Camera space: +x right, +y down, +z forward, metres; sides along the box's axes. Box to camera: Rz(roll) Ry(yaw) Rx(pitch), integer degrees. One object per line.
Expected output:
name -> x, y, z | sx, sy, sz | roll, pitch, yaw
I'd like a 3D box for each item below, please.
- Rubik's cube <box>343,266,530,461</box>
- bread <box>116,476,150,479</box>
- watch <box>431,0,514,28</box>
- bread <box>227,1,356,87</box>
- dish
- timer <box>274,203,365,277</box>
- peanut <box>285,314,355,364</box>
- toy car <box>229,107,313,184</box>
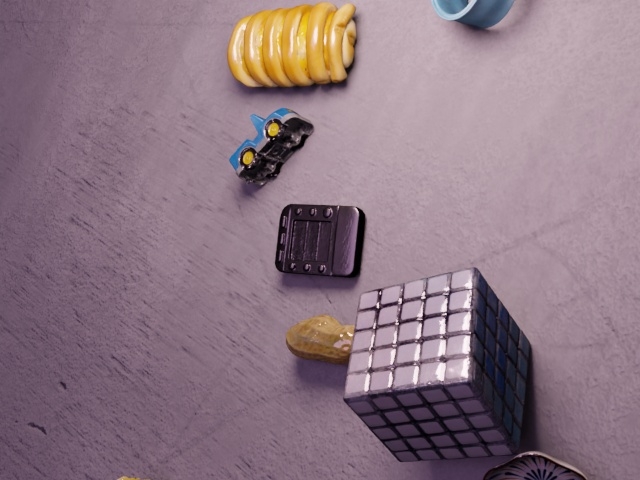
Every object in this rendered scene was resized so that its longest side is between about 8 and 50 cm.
Rubik's cube -> 0.200, 0.218, 1.737 | 0.238, 0.237, 0.237 | -14, 46, 29
bread -> -0.422, 0.604, 2.166 | 0.170, 0.197, 0.197 | -22, 69, 40
watch -> 0.289, -0.504, 1.909 | 0.211, 0.211, 0.193 | 41, 122, 32
bread -> -0.071, -0.408, 2.148 | 0.311, 0.121, 0.173 | 0, 82, 35
dish -> 0.368, 0.417, 1.713 | 0.190, 0.066, 0.191 | 8, 117, 17
timer -> 0.000, 0.000, 2.069 | 0.187, 0.055, 0.144 | 4, 85, 30
peanut -> 0.021, 0.196, 2.001 | 0.194, 0.083, 0.093 | 1, 47, 29
toy car -> -0.113, -0.209, 2.153 | 0.191, 0.097, 0.100 | -46, 59, 18
